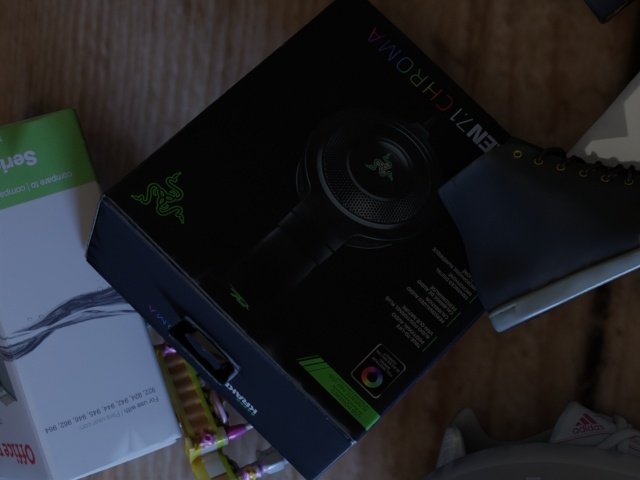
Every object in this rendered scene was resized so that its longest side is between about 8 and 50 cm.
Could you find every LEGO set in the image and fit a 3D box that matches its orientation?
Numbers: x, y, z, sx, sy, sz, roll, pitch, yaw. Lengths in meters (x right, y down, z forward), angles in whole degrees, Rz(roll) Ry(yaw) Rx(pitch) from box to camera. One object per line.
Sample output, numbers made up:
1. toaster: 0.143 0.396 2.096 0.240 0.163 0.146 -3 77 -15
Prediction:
1. LEGO set: -0.059 0.163 1.221 0.107 0.132 0.287 -21 95 -12

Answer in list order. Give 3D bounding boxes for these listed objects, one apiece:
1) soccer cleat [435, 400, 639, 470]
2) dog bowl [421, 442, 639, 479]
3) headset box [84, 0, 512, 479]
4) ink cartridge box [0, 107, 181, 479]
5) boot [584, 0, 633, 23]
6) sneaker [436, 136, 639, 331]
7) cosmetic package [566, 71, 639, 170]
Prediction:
1. soccer cleat: 0.245 0.197 1.140 0.331 0.116 0.143 1 108 15
2. dog bowl: 0.196 0.313 1.100 0.349 0.102 0.348 13 129 17
3. headset box: 0.000 0.000 1.099 0.246 0.131 0.283 45 65 5
4. ink cartridge box: -0.234 0.051 1.194 0.115 0.198 0.272 -19 93 -28
5. boot: 0.187 -0.268 1.120 0.106 0.082 0.219 -43 88 12
6. sneaker: 0.190 -0.036 0.994 0.222 0.083 0.118 -27 83 15
7. cosmetic package: 0.369 -0.121 1.054 0.217 0.156 0.385 41 104 7
